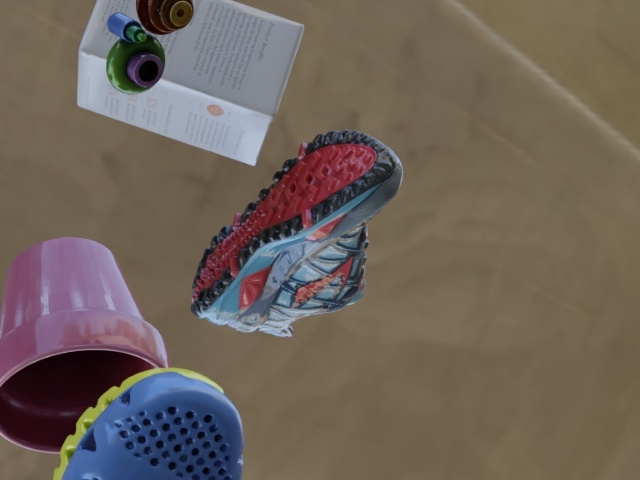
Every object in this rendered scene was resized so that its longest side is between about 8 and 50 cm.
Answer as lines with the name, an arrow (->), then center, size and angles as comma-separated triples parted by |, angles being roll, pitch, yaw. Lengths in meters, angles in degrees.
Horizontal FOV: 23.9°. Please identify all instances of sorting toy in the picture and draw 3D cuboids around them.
sorting toy -> -0.130, -0.156, 1.168 | 0.061, 0.042, 0.102 | 12, -75, -41

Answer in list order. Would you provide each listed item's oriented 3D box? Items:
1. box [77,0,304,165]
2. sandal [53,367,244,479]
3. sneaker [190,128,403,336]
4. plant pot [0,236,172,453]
box -> -0.115, -0.150, 1.303 | 0.130, 0.170, 0.091 | 122, 166, -71
sandal -> -0.135, 0.233, 0.962 | 0.126, 0.138, 0.317 | 22, -83, -18
sneaker -> 0.000, 0.000, 1.330 | 0.125, 0.104, 0.262 | 26, -43, -26
plant pot -> -0.272, 0.105, 1.651 | 0.201, 0.180, 0.201 | -10, -38, -8
